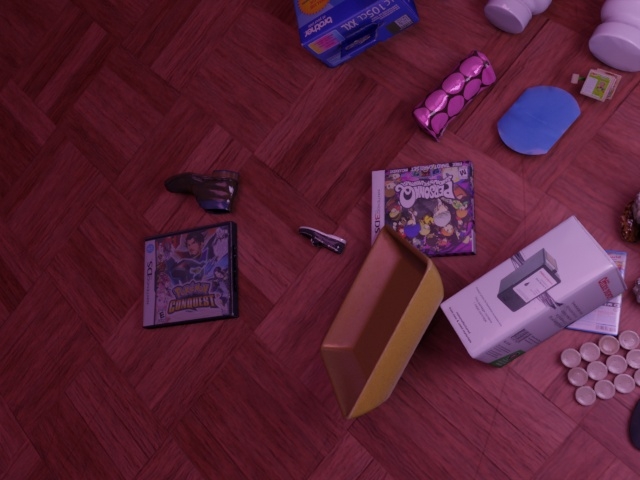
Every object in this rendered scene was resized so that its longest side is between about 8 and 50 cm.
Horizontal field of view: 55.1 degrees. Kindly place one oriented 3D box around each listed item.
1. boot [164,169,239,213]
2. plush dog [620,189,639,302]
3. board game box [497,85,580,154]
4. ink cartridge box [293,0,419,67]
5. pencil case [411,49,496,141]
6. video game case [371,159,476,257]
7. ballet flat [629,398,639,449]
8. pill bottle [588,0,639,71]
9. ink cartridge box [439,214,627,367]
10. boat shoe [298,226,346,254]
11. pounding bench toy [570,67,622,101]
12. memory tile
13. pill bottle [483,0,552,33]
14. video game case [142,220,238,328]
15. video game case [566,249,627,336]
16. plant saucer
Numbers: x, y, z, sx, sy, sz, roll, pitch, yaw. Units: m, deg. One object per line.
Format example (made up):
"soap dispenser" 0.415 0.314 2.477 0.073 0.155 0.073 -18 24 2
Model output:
"boot" -0.320 -0.121 1.616 0.219 0.082 0.106 -4 72 21
"plush dog" 0.665 -0.020 1.100 0.211 0.262 0.225 -27 73 -21
"board game box" 0.471 -0.255 1.332 0.168 0.033 0.133 -49 58 -1
"ink cartridge box" 0.075 -0.619 1.520 0.270 0.151 0.395 -21 70 29
"pencil case" 0.305 -0.326 1.393 0.209 0.098 0.095 -44 19 8
"video game case" 0.228 -0.065 1.381 0.232 0.042 0.210 -3 76 23
"ballet flat" 0.619 0.286 1.098 0.074 0.074 0.203 32 90 27
"pill bottle" 0.667 -0.488 1.240 0.153 0.153 0.264 32 91 27
"ink cartridge box" 0.401 0.107 1.151 0.289 0.211 0.121 -37 59 15
"boat shoe" 0.000 0.000 1.464 0.125 0.046 0.038 19 79 18
"pounding bench toy" 0.573 -0.332 1.285 0.083 0.065 0.052 31 122 27
"memory tile" 0.544 0.241 1.167 0.148 0.012 0.113 -23 78 17
"pill bottle" 0.473 -0.592 1.362 0.136 0.136 0.245 34 91 27
"video game case" -0.340 0.091 1.593 0.275 0.035 0.248 -10 72 21
"video game case" 0.533 0.098 1.217 0.119 0.015 0.166 7 79 26
"plant saucer" 0.126 0.158 1.241 0.081 0.333 0.333 25 99 -13
